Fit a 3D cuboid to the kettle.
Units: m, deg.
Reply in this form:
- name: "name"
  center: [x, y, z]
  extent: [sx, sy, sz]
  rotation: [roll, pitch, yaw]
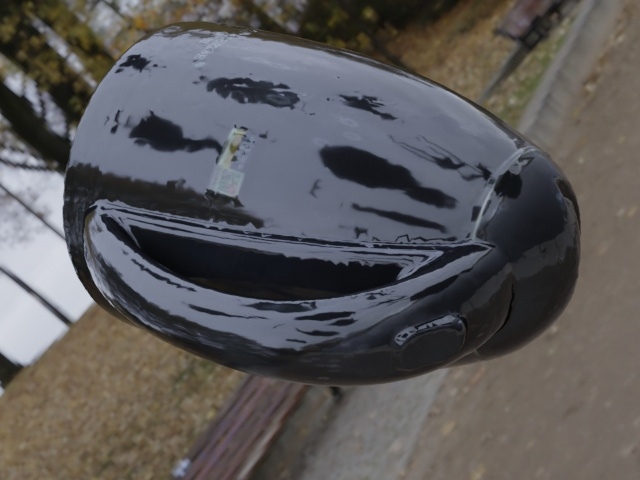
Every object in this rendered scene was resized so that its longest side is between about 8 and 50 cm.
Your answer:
- name: "kettle"
  center: [0.000, 0.000, 0.741]
  extent: [0.268, 0.290, 0.207]
  rotation: [-33, -51, -46]
